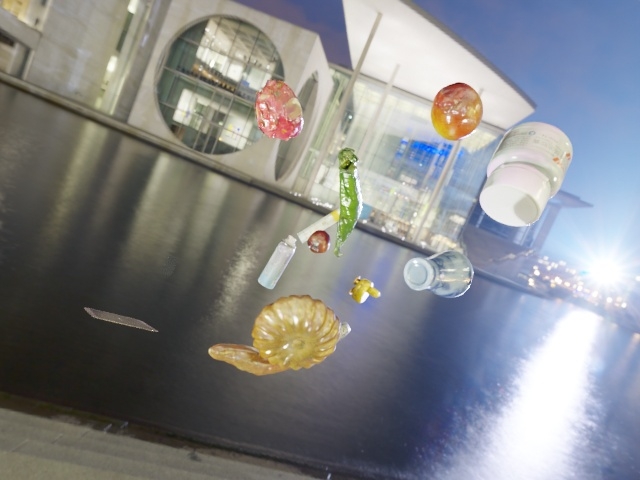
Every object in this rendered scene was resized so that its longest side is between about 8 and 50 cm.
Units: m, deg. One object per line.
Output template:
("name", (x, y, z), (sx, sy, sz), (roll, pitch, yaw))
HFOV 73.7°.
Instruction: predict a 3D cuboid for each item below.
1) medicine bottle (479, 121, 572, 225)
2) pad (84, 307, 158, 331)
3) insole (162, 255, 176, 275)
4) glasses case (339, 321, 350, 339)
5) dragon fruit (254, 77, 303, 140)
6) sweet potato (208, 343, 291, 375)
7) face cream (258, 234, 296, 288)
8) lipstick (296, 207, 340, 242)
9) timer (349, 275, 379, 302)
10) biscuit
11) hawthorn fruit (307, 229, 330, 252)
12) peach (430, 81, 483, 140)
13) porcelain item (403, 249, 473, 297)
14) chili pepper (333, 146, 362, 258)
("medicine bottle", (0.693, -0.223, 1.457), (0.241, 0.302, 0.241), (28, -24, 14))
("pad", (-0.581, 0.227, 1.235), (0.176, 0.002, 0.266), (23, -14, -31))
("insole", (-0.622, 0.105, 1.761), (0.044, 0.135, 0.002), (23, 41, -13))
("glasses case", (-0.028, 0.464, 1.899), (0.085, 0.354, 0.137), (62, 5, 15))
("dragon fruit", (-0.169, -0.542, 1.775), (0.189, 0.262, 0.163), (-8, 22, 32))
("sweet potato", (-0.257, 0.460, 1.634), (0.353, 0.106, 0.096), (15, 49, -17))
("face cream", (-0.170, 0.085, 1.755), (0.075, 0.230, 0.075), (31, 4, -2))
("lipstick", (0.002, -0.077, 2.202), (0.059, 0.263, 0.059), (58, -4, 7))
("timer", (0.186, 0.216, 1.791), (0.109, 0.107, 0.107), (32, 9, 22))
("biscuit", (-0.084, 0.344, 1.531), (0.325, 0.326, 0.107), (21, 24, -18))
("hawthorn fruit", (-0.002, 0.002, 1.320), (0.077, 0.077, 0.077), (23, 6, -3))
("peach", (0.577, -0.546, 1.815), (0.230, 0.231, 0.231), (23, 6, -3))
("porcelain item", (0.345, 0.095, 1.227), (0.258, 0.142, 0.141), (7, 16, -45))
("chili pepper", (0.068, -0.080, 1.080), (0.076, 0.085, 0.359), (-11, -34, -6))
